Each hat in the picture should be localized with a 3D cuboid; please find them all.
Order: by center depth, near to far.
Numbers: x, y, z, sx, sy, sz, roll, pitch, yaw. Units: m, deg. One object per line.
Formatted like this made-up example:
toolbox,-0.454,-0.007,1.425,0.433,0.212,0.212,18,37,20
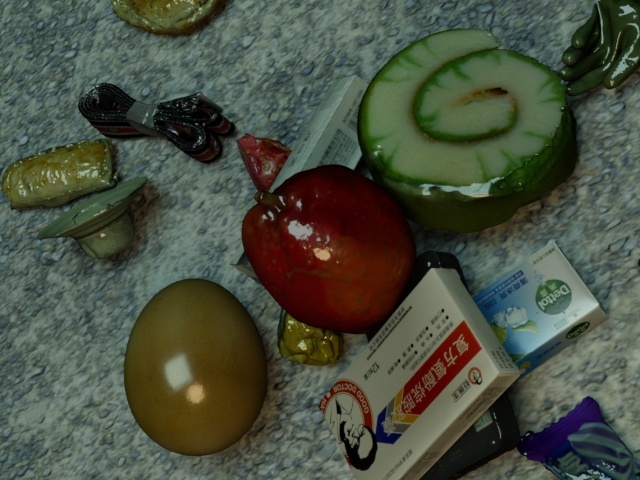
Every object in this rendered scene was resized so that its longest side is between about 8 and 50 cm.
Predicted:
hat,-0.429,-0.023,2.228,0.252,0.252,0.110,-22,106,18

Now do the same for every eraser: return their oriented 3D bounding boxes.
eraser,-0.016,-0.105,2.017,0.404,0.098,0.096,-61,24,-14

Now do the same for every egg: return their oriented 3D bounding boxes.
egg,-0.219,0.218,1.960,0.250,0.250,0.323,-17,58,21

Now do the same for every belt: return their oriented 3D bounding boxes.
belt,-0.342,-0.245,2.281,0.359,0.094,0.126,11,79,30

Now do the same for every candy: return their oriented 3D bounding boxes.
candy,0.431,0.364,1.687,0.145,0.070,0.275,-39,57,0

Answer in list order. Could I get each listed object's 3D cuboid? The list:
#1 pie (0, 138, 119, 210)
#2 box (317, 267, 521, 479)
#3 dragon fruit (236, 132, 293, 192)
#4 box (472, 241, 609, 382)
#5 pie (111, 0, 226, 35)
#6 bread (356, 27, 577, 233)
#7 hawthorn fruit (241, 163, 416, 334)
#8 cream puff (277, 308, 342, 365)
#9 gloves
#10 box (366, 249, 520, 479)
pie,-0.551,-0.139,2.365,0.282,0.068,0.129,-12,68,18
box,0.146,0.238,1.781,0.353,0.069,0.214,-55,49,32
dragon fruit,-0.083,-0.144,2.104,0.111,0.153,0.153,-23,61,-9
box,0.344,0.117,1.814,0.194,0.073,0.139,-37,58,10
pie,-0.311,-0.562,2.385,0.308,0.085,0.308,-9,68,23
bread,0.251,-0.197,1.915,0.366,0.129,0.382,-5,58,18
hawthorn fruit,0.000,0.000,1.813,0.265,0.307,0.265,-33,39,33
cream puff,-0.014,0.148,1.964,0.116,0.146,0.146,12,75,-6
gloves,0.501,-0.348,1.885,0.268,0.107,0.135,-45,66,-2
box,0.186,0.209,1.826,0.211,0.058,0.350,-40,57,37
